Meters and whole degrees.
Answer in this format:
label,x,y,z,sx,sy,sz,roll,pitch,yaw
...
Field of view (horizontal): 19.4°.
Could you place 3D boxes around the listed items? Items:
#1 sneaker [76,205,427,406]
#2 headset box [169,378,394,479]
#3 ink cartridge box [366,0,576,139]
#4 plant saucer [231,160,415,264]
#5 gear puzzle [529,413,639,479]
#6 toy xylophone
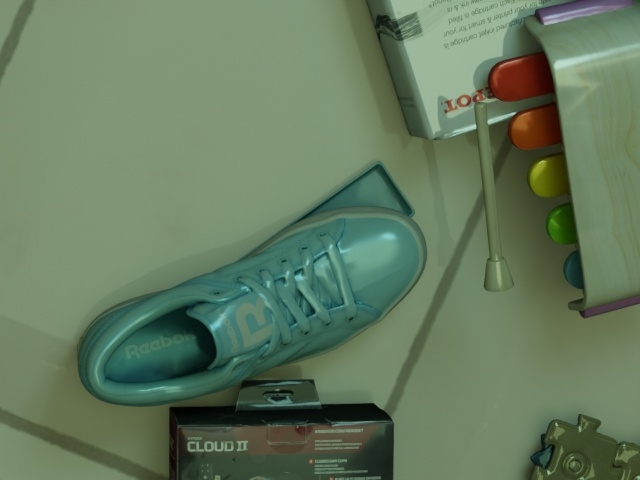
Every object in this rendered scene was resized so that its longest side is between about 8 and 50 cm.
label,x,y,z,sx,sy,sz,roll,pitch,yaw
sneaker,-0.061,0.079,1.809,0.366,0.150,0.135,-25,101,1
headset box,-0.041,0.285,1.867,0.218,0.110,0.293,-1,95,-9
ink cartridge box,0.147,-0.256,1.846,0.198,0.115,0.273,-19,98,-7
plant saucer,0.000,0.000,1.896,0.192,0.018,0.067,-35,99,-5
gear puzzle,0.362,0.302,1.972,0.339,0.044,0.175,19,90,-13
toy xylophone,0.252,-0.072,1.792,0.236,0.081,0.323,-6,106,-11
